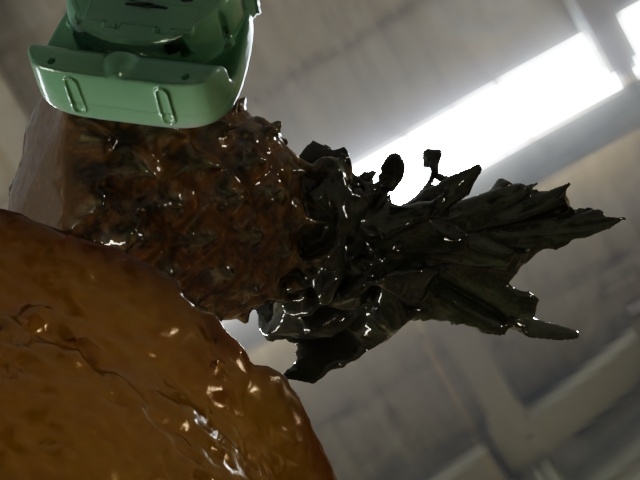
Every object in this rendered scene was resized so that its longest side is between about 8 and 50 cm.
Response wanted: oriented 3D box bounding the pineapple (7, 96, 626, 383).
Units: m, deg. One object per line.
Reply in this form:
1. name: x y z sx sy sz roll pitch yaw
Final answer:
1. pineapple: -0.001 0.003 0.959 0.364 0.166 0.165 13 168 -27

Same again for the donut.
1. donut: -0.144 0.230 0.611 0.435 0.377 0.163 -55 -168 16

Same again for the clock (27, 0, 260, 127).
1. clock: -0.081 -0.119 0.801 0.101 0.041 0.135 6 -124 12
